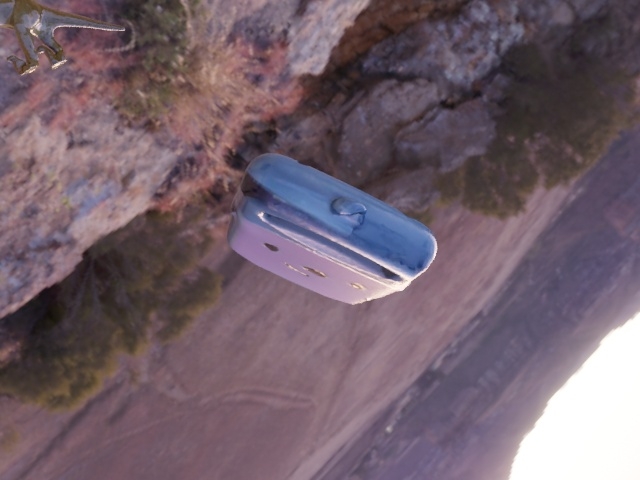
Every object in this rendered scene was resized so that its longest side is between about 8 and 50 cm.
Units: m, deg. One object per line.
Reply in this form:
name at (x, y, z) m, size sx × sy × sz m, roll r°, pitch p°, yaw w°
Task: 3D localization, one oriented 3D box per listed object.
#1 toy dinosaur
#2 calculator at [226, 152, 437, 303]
toy dinosaur at (-0.293, -0.234, 0.795) m, size 0.039 × 0.126 × 0.162 m, roll -22°, pitch -163°, yaw 50°
calculator at (0.000, 0.000, 0.717) m, size 0.051 × 0.173 × 0.293 m, roll -65°, pitch -175°, yaw -13°
